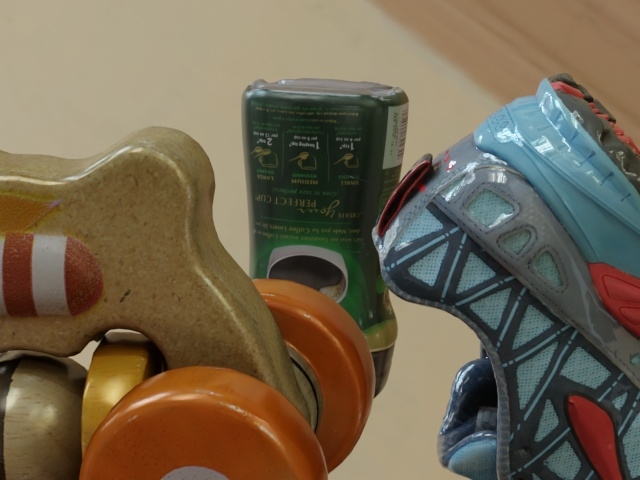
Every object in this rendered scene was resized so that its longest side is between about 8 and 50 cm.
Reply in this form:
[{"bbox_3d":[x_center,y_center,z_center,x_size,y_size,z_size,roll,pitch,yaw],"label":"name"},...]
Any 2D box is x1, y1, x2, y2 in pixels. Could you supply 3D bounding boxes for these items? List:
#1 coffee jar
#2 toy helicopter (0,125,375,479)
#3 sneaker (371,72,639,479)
[{"bbox_3d":[0.000,0.000,0.947,0.096,0.079,0.184,5,-79,12],"label":"coffee jar"},{"bbox_3d":[-0.154,0.006,0.601,0.235,0.140,0.355,-29,-82,16],"label":"toy helicopter"},{"bbox_3d":[0.109,0.066,0.642,0.125,0.104,0.262,-28,-73,11],"label":"sneaker"}]
